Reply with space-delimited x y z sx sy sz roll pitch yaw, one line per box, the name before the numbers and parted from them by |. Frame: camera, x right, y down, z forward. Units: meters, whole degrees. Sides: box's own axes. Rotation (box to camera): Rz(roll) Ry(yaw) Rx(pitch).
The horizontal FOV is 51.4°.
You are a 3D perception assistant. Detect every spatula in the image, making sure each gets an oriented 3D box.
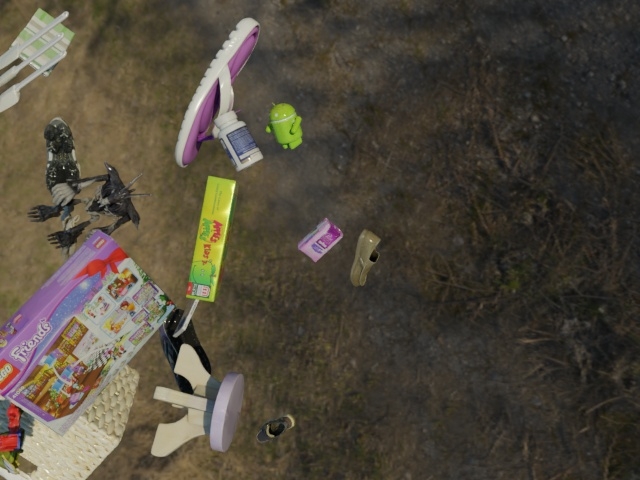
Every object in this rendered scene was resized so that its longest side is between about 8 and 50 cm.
spatula | -0.636 -0.391 1.457 0.242 0.019 0.168 -25 57 21

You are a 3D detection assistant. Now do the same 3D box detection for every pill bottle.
pill bottle | -0.179 -0.214 1.426 0.067 0.067 0.120 -23 98 43

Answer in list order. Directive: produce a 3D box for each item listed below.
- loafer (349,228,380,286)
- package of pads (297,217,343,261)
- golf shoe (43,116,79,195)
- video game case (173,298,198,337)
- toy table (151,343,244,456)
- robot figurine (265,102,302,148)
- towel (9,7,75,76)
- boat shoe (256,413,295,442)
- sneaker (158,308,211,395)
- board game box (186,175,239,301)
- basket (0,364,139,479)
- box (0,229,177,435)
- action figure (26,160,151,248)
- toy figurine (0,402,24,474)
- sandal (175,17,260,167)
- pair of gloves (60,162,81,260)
loafer | 0.100 0.045 1.467 0.050 0.056 0.148 19 128 18
package of pads | 0.000 0.000 1.325 0.083 0.050 0.032 -43 33 13
golf shoe | -0.606 -0.196 1.562 0.094 0.077 0.198 -115 32 -52
video game case | -0.333 0.181 1.680 0.087 0.011 0.122 -37 28 55
toy table | -0.271 0.371 1.502 0.274 0.160 0.252 95 -173 -59
robot figurine | -0.085 -0.280 1.611 0.101 0.067 0.115 12 131 42
towel | -0.731 -0.521 1.750 0.023 0.113 0.152 -10 51 50
boat shoe | -0.138 0.537 1.888 0.152 0.049 0.056 -41 74 31
sneaker | -0.403 0.323 1.933 0.124 0.107 0.283 5 110 55
board game box | -0.163 -0.003 1.017 0.092 0.043 0.181 -169 90 -86
basket | -0.682 0.425 1.718 0.266 0.328 0.331 -44 19 13
box | -0.404 0.155 1.115 0.057 0.201 0.293 21 63 41
action figure | -0.501 -0.062 1.438 0.275 0.141 0.164 -20 105 28
toy figurine | -0.699 0.366 1.297 0.362 0.217 0.191 140 129 -62
sandal | -0.244 -0.362 1.675 0.416 0.102 0.169 -63 -4 4
pair of gloves | -0.683 -0.077 1.791 0.204 0.042 0.240 -19 70 60
